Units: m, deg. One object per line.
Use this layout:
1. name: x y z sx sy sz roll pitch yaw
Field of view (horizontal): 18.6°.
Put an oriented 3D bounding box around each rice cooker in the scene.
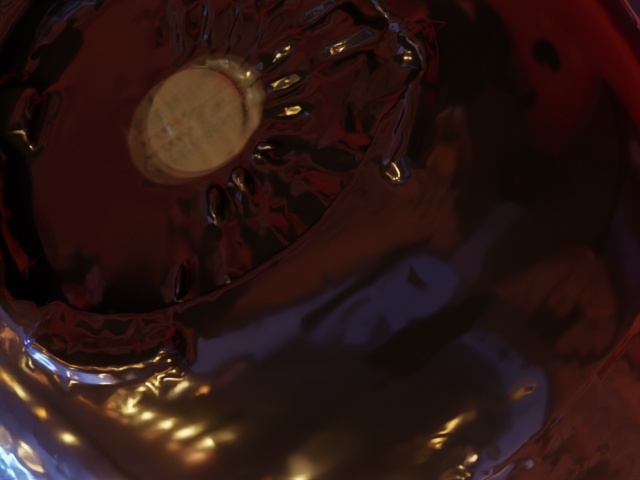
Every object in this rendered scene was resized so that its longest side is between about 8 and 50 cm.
1. rice cooker: 0.000 0.000 0.622 0.267 0.267 0.224 13 164 33
